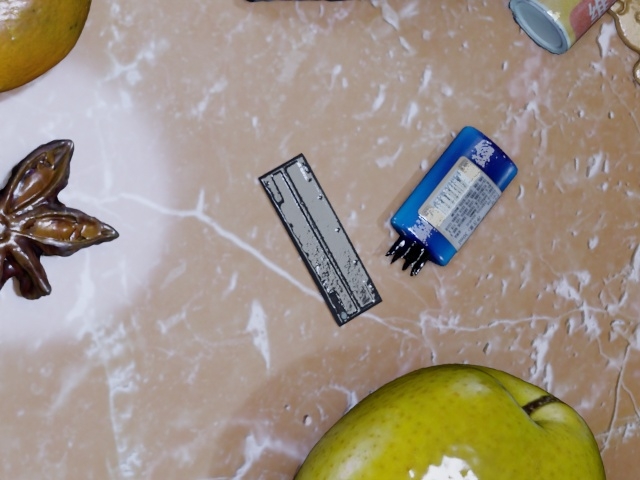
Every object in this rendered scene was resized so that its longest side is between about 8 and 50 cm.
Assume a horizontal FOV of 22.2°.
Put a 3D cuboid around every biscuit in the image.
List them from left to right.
[{"bbox_3d":[0.431,-0.248,1.993,0.133,0.027,0.184,-24,96,-13],"label":"biscuit"}]

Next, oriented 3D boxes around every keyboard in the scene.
[{"bbox_3d":[0.000,0.000,1.878,0.064,0.010,0.198,-30,98,-15],"label":"keyboard"}]

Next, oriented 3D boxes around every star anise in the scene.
[{"bbox_3d":[-0.349,-0.036,1.743,0.214,0.099,0.220,-42,96,-26],"label":"star anise"}]

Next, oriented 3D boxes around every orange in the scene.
[{"bbox_3d":[-0.357,-0.267,1.698,0.240,0.171,0.240,0,88,-17],"label":"orange"}]

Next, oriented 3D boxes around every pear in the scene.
[{"bbox_3d":[0.126,0.330,1.739,0.362,0.362,0.418,18,112,-15],"label":"pear"}]

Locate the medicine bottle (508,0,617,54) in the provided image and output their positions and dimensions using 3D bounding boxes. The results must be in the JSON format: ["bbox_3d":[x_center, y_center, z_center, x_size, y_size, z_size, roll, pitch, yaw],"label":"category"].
[{"bbox_3d":[0.403,-0.396,1.950,0.426,0.108,0.108,-45,101,-10],"label":"medicine bottle"}]

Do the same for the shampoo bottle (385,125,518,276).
[{"bbox_3d":[0.147,-0.039,1.899,0.087,0.050,0.183,41,79,-14],"label":"shampoo bottle"}]
